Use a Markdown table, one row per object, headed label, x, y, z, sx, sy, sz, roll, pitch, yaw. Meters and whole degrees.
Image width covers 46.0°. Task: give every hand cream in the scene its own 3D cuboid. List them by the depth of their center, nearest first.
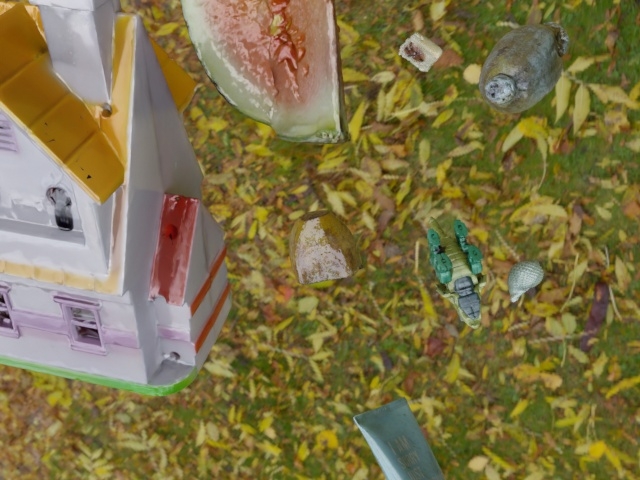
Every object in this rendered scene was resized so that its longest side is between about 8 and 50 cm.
| label | x | y | z | sx | sy | sz | roll | pitch | yaw |
| --- | --- | --- | --- | --- | --- | --- | --- | --- | --- |
| hand cream | 0.157 | 0.371 | 1.058 | 0.070 | 0.111 | 0.312 | -43 | 67 | 45 |

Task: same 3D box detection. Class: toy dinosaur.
| label | x | y | z | sx | sy | sz | roll | pitch | yaw |
| --- | --- | --- | --- | --- | --- | --- | --- | --- | --- |
| toy dinosaur | 0.236 | 0.027 | 1.366 | 0.094 | 0.259 | 0.153 | -16 | 141 | 0 |

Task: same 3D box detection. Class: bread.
| label | x | y | z | sx | sy | sz | roll | pitch | yaw |
| --- | --- | --- | --- | --- | --- | --- | --- | --- | --- |
| bread | 0.187 | -0.350 | 1.402 | 0.070 | 0.035 | 0.083 | 36 | 166 | -9 |

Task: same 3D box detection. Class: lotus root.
| label | x | y | z | sx | sy | sz | roll | pitch | yaw |
| --- | --- | --- | --- | --- | --- | --- | --- | --- | --- |
| lotus root | 0.472 | -0.402 | 1.792 | 0.175 | 0.349 | 0.175 | 25 | 137 | 25 |
| lotus root | 0.001 | 0.000 | 2.024 | 0.188 | 0.199 | 0.179 | -14 | 112 | -3 |

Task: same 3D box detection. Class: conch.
| label | x | y | z | sx | sy | sz | roll | pitch | yaw |
| --- | --- | --- | --- | --- | --- | --- | --- | --- | --- |
| conch | 0.374 | 0.070 | 1.396 | 0.085 | 0.076 | 0.056 | -40 | 69 | 14 |

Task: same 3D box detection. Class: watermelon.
| label | x | y | z | sx | sy | sz | roll | pitch | yaw |
| --- | --- | --- | --- | --- | --- | --- | --- | --- | --- |
| watermelon | -0.054 | -0.216 | 0.613 | 0.129 | 0.159 | 0.303 | -8 | 91 | 1 |

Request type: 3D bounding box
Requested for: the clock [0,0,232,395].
| label | x | y | z | sx | sy | sz | roll | pitch | yaw |
| --- | --- | --- | --- | --- | --- | --- | --- | --- | --- |
| clock | -0.196 | -0.057 | 0.559 | 0.235 | 0.166 | 0.309 | 9 | 129 | 11 |
